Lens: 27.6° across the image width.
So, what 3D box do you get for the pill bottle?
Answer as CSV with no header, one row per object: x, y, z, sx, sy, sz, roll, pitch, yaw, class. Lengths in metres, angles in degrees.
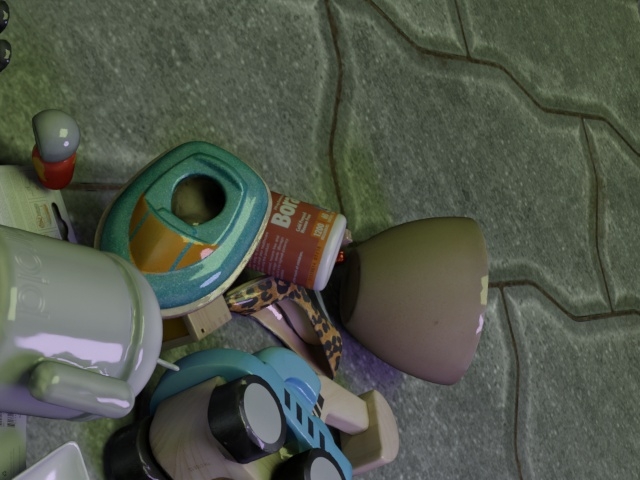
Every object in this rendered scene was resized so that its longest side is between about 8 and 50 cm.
-0.079,-0.013,1.931,0.216,0.121,0.121,18,49,4,pill bottle

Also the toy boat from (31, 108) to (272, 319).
-0.233,-0.049,1.657,0.318,0.148,0.267,30,64,4,toy boat

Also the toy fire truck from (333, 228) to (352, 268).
0.000,0.000,2.096,0.135,0.192,0.047,-1,74,-24,toy fire truck

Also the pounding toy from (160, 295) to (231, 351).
-0.210,0.038,1.764,0.094,0.181,0.206,-33,102,-53,pounding toy

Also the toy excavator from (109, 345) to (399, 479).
-0.045,0.271,1.884,0.433,0.222,0.445,52,29,-22,toy excavator

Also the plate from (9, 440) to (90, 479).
-0.334,0.401,1.433,0.277,0.045,0.278,-31,109,-52,plate

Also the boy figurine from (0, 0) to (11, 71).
-0.509,-0.269,1.581,0.285,0.092,0.177,9,69,-50,boy figurine

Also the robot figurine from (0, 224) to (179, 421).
-0.319,0.094,1.447,0.353,0.199,0.300,17,23,-48,robot figurine

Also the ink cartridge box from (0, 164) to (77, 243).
-0.396,-0.001,1.668,0.232,0.066,0.189,-16,88,-75,ink cartridge box

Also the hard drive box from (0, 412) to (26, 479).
-0.445,0.240,1.449,0.232,0.089,0.181,18,62,-49,hard drive box

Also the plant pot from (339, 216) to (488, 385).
0.139,0.090,2.170,0.191,0.284,0.284,7,65,-12,plant pot

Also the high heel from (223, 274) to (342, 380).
-0.052,0.141,2.004,0.261,0.093,0.186,-9,81,-59,high heel
